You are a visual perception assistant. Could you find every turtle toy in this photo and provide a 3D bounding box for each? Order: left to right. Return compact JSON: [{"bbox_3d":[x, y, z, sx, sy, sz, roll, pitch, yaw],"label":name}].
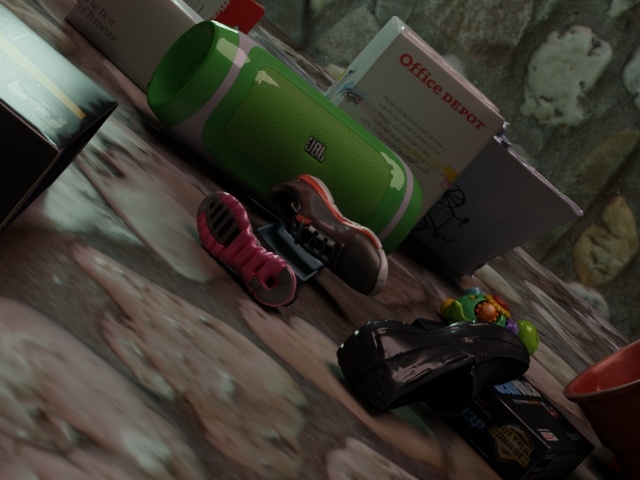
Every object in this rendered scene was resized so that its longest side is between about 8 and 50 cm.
[{"bbox_3d":[0.207,0.104,1.811,0.130,0.066,0.095,37,10,-27],"label":"turtle toy"}]

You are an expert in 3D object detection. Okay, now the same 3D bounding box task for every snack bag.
[{"bbox_3d":[0.166,-0.099,2.087,0.342,0.037,0.323,40,-31,-11],"label":"snack bag"}]

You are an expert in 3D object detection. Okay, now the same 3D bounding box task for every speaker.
[{"bbox_3d":[-0.033,-0.097,1.550,0.296,0.131,0.131,36,11,-29],"label":"speaker"}]

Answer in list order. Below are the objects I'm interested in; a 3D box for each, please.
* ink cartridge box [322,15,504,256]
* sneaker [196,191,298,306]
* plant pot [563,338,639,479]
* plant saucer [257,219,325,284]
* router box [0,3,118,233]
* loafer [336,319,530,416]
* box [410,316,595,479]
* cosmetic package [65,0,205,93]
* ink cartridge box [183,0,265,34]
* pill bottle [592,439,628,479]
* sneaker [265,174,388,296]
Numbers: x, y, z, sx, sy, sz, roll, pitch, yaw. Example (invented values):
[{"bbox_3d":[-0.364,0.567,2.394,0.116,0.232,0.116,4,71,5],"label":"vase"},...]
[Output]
[{"bbox_3d":[0.083,-0.130,1.858,0.171,0.233,0.168,40,11,-12],"label":"ink cartridge box"},{"bbox_3d":[-0.058,0.011,1.253,0.119,0.047,0.057,52,6,19],"label":"sneaker"},{"bbox_3d":[0.422,0.217,1.509,0.265,0.272,0.272,65,10,0],"label":"plant pot"},{"bbox_3d":[-0.029,0.011,1.435,0.067,0.018,0.192,42,10,3],"label":"plant saucer"},{"bbox_3d":[-0.279,-0.140,0.920,0.309,0.081,0.243,40,9,-7],"label":"router box"},{"bbox_3d":[0.105,0.114,1.272,0.223,0.076,0.078,5,49,-47],"label":"loafer"},{"bbox_3d":[0.168,0.156,1.459,0.175,0.051,0.220,45,10,21],"label":"box"},{"bbox_3d":[-0.157,-0.200,1.640,0.239,0.099,0.060,42,9,8],"label":"cosmetic package"},{"bbox_3d":[-0.190,-0.308,1.892,0.231,0.134,0.078,31,13,-51],"label":"ink cartridge box"},{"bbox_3d":[0.485,0.292,1.737,0.318,0.176,0.176,44,10,14],"label":"pill bottle"},{"bbox_3d":[0.000,0.000,1.436,0.065,0.061,0.158,-8,43,-42],"label":"sneaker"}]
